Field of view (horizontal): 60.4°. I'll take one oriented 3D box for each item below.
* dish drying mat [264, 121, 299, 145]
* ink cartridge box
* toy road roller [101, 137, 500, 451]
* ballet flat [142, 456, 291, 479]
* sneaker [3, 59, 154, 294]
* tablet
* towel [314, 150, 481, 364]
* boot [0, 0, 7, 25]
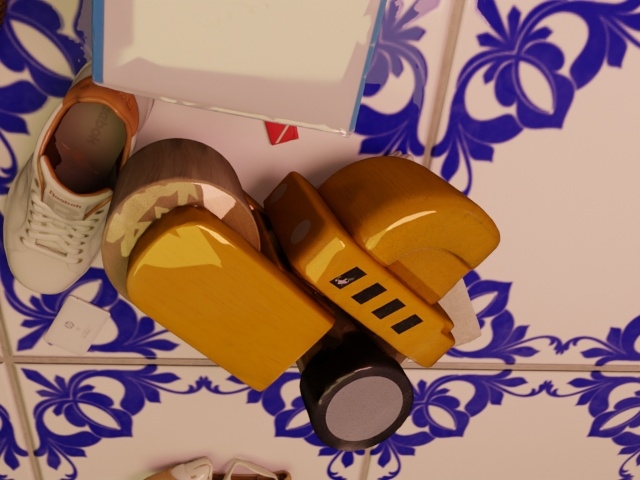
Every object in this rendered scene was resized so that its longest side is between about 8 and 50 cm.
[{"bbox_3d":[-0.046,-0.140,0.569,0.032,0.008,0.083,-13,121,3],"label":"dish drying mat"},{"bbox_3d":[-0.046,-0.207,0.400,0.168,0.232,0.171,9,119,-8],"label":"ink cartridge box"},{"bbox_3d":[0.000,0.000,0.501,0.240,0.202,0.329,-46,118,7],"label":"toy road roller"},{"bbox_3d":[-0.154,0.362,0.828,0.232,0.080,0.073,14,90,-16],"label":"ballet flat"},{"bbox_3d":[-0.258,-0.041,0.544,0.106,0.123,0.290,22,117,-19],"label":"sneaker"},{"bbox_3d":[-0.307,0.108,0.692,0.054,0.006,0.083,30,113,-20],"label":"tablet"},{"bbox_3d":[0.071,0.041,0.664,0.187,0.049,0.282,-20,119,9],"label":"towel"},{"bbox_3d":[-0.337,-0.191,0.487,0.085,0.059,0.158,28,115,-14],"label":"boot"}]
